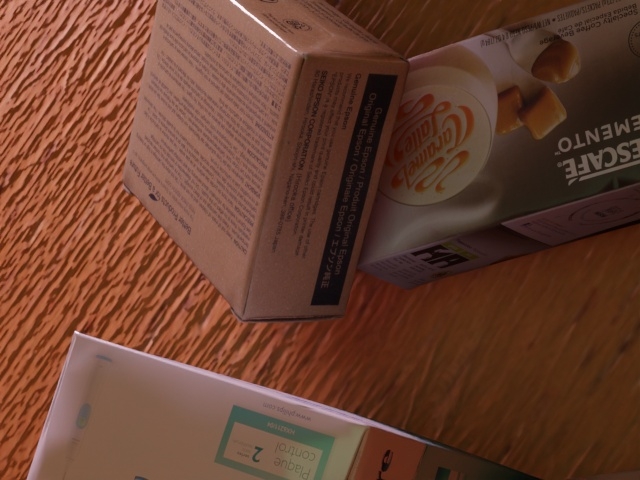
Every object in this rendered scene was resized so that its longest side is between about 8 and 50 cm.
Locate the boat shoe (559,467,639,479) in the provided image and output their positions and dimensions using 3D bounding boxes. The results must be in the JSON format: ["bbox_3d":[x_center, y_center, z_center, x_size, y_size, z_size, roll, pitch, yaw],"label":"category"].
[{"bbox_3d":[0.270,0.219,1.141,0.340,0.127,0.158,-9,108,11],"label":"boat shoe"}]

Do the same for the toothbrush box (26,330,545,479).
[{"bbox_3d":[-0.016,0.166,1.184,0.216,0.295,0.126,15,85,30],"label":"toothbrush box"}]

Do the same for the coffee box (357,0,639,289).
[{"bbox_3d":[0.142,-0.068,1.271,0.246,0.098,0.141,-16,71,24],"label":"coffee box"}]

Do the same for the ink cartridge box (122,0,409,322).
[{"bbox_3d":[-0.046,-0.079,1.296,0.234,0.088,0.193,45,127,52],"label":"ink cartridge box"}]
